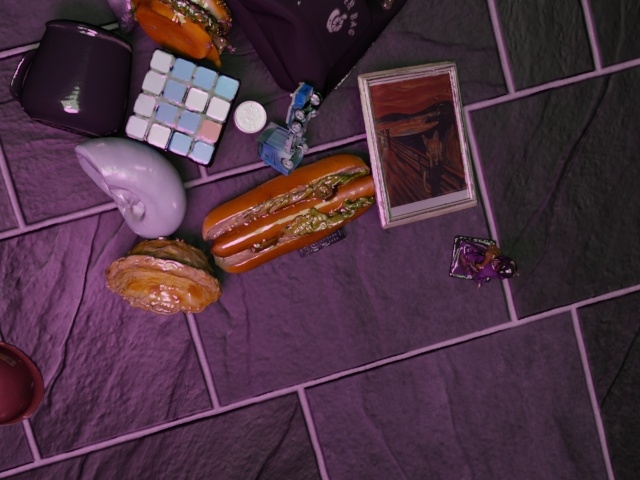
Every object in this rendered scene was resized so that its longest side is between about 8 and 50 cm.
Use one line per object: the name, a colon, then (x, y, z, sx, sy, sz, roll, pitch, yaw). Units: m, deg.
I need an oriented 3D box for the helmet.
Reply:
helmet: (-0.573, 0.264, 1.546, 0.175, 0.106, 0.155, 33, 93, -13)

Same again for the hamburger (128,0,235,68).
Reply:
hamburger: (-0.220, -0.360, 1.422, 0.189, 0.164, 0.093, 25, 76, 7)

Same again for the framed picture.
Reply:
framed picture: (0.178, -0.173, 1.582, 0.216, 0.016, 0.274, -15, 100, -26)

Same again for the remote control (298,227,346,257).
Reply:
remote control: (0.000, 0.000, 1.621, 0.091, 0.016, 0.034, -25, 115, -3)

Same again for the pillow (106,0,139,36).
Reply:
pillow: (-0.311, -0.487, 1.482, 0.186, 0.106, 0.250, -32, 102, -8)

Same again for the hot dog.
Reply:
hot dog: (-0.043, -0.053, 1.567, 0.337, 0.100, 0.135, -24, 98, -3)

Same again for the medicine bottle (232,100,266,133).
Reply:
medicine bottle: (-0.124, -0.213, 1.544, 0.057, 0.089, 0.057, -1, 97, -8)

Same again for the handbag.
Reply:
handbag: (0.011, -0.405, 1.461, 0.288, 0.152, 0.342, -45, 143, -7)

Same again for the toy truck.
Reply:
toy truck: (-0.057, -0.194, 1.499, 0.081, 0.175, 0.067, 28, 50, 9)

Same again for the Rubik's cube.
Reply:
Rubik's cube: (-0.226, -0.221, 1.499, 0.151, 0.155, 0.154, 21, 94, -6)

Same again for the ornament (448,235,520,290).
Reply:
ornament: (0.306, 0.047, 1.574, 0.081, 0.203, 0.088, 5, 94, -15)

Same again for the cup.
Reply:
cup: (-0.419, -0.271, 1.479, 0.223, 0.169, 0.177, 14, 92, 23)

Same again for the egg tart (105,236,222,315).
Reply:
egg tart: (-0.265, 0.057, 1.522, 0.212, 0.213, 0.090, 5, 65, -7)

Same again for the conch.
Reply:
conch: (-0.315, -0.098, 1.491, 0.184, 0.221, 0.121, 3, 54, 29)
